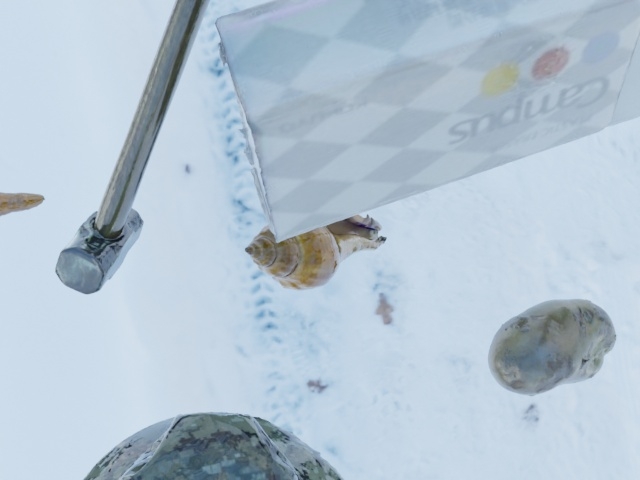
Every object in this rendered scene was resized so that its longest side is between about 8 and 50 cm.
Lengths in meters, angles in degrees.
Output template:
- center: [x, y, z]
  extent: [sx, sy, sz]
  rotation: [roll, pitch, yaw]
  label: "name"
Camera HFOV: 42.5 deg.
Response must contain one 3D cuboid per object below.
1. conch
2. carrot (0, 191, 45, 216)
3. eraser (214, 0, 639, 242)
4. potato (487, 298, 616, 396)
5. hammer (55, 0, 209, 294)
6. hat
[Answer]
- center: [-0.005, 0.002, 0.994]
  extent: [0.093, 0.330, 0.109]
  rotation: [-20, 85, 22]
  label: "conch"
- center: [-0.535, -0.032, 1.076]
  extent: [0.336, 0.069, 0.069]
  rotation: [-14, 90, -21]
  label: "carrot"
- center: [0.124, -0.144, 0.706]
  extent: [0.396, 0.213, 0.082]
  rotation: [-18, 57, -6]
  label: "eraser"
- center: [0.432, 0.197, 1.553]
  extent: [0.262, 0.165, 0.165]
  rotation: [-11, 82, -21]
  label: "potato"
- center: [-0.129, -0.126, 0.673]
  extent: [0.043, 0.111, 0.365]
  rotation: [25, 114, -4]
  label: "hammer"
- center: [-0.080, 0.198, 0.596]
  extent: [0.265, 0.265, 0.128]
  rotation: [27, 138, 23]
  label: "hat"
